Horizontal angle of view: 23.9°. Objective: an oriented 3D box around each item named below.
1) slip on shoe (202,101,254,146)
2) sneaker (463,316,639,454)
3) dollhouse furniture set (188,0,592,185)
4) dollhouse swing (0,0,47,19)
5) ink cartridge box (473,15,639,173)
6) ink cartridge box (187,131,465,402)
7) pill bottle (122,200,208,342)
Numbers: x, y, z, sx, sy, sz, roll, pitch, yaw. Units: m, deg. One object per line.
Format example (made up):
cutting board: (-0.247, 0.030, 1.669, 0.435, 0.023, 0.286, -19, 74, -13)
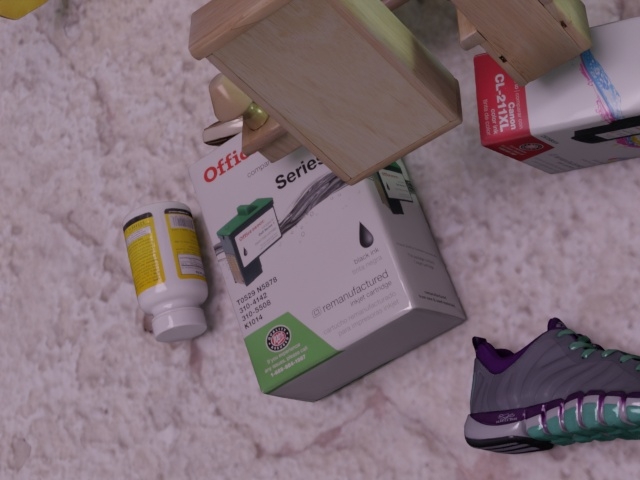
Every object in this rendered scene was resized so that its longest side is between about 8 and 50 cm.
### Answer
slip on shoe: (-0.044, -0.117, 1.329, 0.135, 0.051, 0.041, -18, 77, 27)
sneaker: (0.202, 0.097, 1.108, 0.224, 0.083, 0.098, -12, 70, 32)
dollhouse furniture set: (0.021, -0.243, 1.152, 0.303, 0.174, 0.355, -28, 41, 28)
dollhouse swing: (-0.386, -0.431, 1.440, 0.315, 0.347, 0.305, 37, 102, 33)
ink cartridge box: (0.219, -0.107, 1.106, 0.175, 0.127, 0.072, -10, 76, 32)
ink cartridge box: (0.000, 0.000, 1.252, 0.160, 0.092, 0.219, -32, 65, 24)
pill bottle: (-0.136, 0.029, 1.354, 0.065, 0.065, 0.116, -25, 67, 28)
